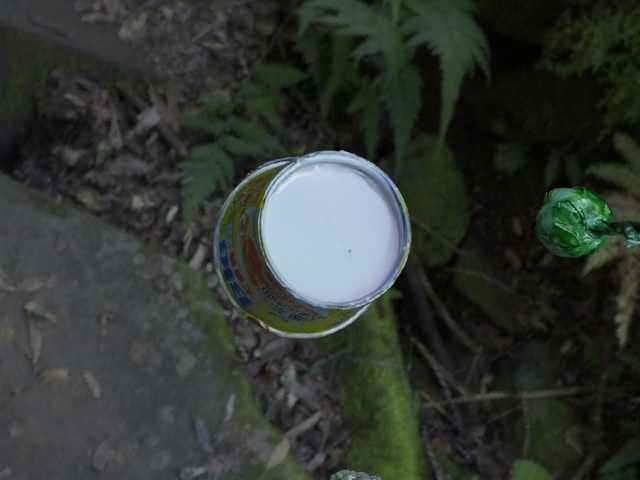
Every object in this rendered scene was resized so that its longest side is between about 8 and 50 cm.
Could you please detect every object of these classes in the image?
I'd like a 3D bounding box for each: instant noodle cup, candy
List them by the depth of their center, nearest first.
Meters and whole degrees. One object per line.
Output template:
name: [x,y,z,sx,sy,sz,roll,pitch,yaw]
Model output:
instant noodle cup: [0.000,0.000,1.170,0.204,0.153,0.205,2,83,-16]
candy: [0.385,-0.011,1.369,0.097,0.323,0.097,-4,98,-31]

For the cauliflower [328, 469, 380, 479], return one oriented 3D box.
cauliflower: [0.081,0.430,1.459,0.315,0.256,0.239,-6,58,-8]
